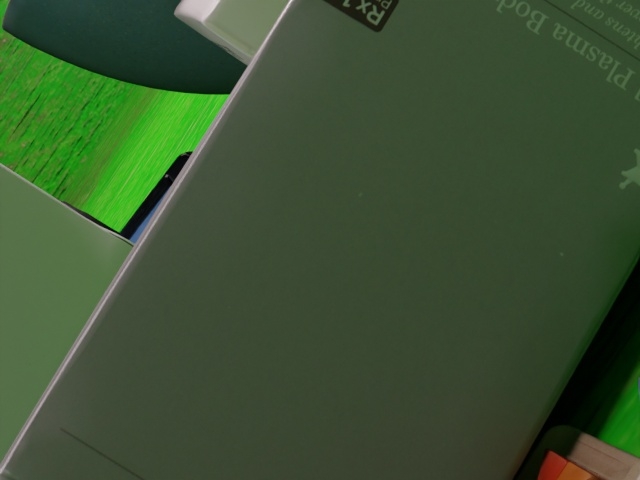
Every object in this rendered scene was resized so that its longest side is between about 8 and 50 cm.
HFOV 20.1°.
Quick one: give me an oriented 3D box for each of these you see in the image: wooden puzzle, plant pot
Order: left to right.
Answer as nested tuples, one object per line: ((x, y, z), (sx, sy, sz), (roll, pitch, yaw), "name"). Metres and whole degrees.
((-0.058, -0.214, 1.240), (0.290, 0.195, 0.290), (-56, 6, 9), "plant pot")
((0.055, 0.081, 0.467), (0.116, 0.014, 0.078), (-58, 12, -10), "wooden puzzle")

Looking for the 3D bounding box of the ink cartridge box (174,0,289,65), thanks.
((0.026, -0.180, 1.026), (0.353, 0.119, 0.207), (-57, 12, 1), "ink cartridge box")

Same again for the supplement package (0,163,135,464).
((-0.168, 0.144, 0.805), (0.175, 0.177, 0.293), (-44, 17, 49), "supplement package")

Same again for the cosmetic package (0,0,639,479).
((0.017, 0.003, 0.533), (0.238, 0.127, 0.107), (-61, 3, -13), "cosmetic package")

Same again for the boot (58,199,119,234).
((-0.214, 0.066, 1.176), (0.223, 0.118, 0.338), (-57, -4, -6), "boot")

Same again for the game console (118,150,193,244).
((-0.095, 0.025, 1.105), (0.122, 0.107, 0.071), (-48, -14, 33), "game console")
